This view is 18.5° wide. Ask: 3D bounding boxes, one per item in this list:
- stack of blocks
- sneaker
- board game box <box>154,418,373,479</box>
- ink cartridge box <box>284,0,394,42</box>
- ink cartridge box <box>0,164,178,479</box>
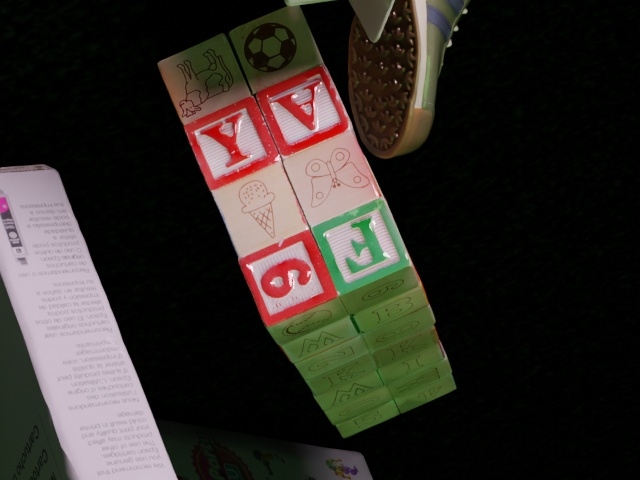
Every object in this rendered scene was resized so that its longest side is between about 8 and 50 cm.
[{"bbox_3d":[0.000,0.000,1.202,0.087,0.171,0.297,-24,160,1],"label":"stack of blocks"},{"bbox_3d":[0.067,-0.144,1.096,0.086,0.064,0.192,-15,116,-33],"label":"sneaker"},{"bbox_3d":[-0.127,0.244,1.533,0.303,0.097,0.224,15,131,-42],"label":"board game box"},{"bbox_3d":[0.003,-0.199,0.981,0.067,0.115,0.198,-10,144,-21],"label":"ink cartridge box"},{"bbox_3d":[-0.177,0.181,1.205,0.071,0.330,0.324,-4,141,-27],"label":"ink cartridge box"}]
